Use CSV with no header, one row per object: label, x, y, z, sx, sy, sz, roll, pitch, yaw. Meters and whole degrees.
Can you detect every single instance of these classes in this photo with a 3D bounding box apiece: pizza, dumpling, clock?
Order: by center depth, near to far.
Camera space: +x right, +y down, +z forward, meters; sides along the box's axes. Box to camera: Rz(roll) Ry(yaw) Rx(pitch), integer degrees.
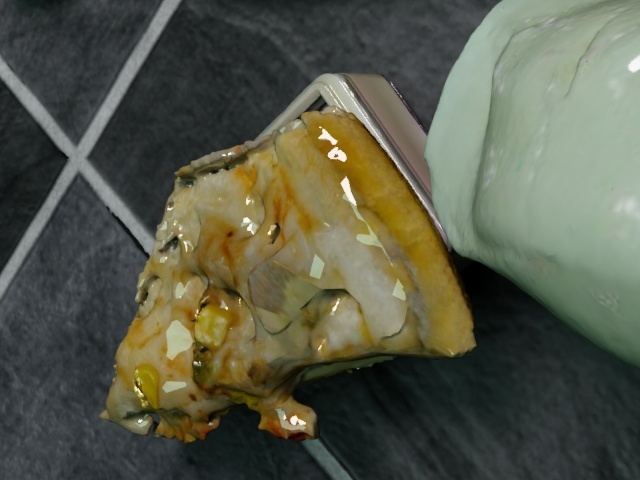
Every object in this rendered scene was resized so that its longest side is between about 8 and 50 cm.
dumpling,0.208,-0.029,0.456,0.320,0.270,0.212,19,140,7
pizza,-0.052,0.039,0.608,0.297,0.071,0.189,-25,85,37
clock,0.000,0.000,0.656,0.192,0.071,0.147,-40,74,28
